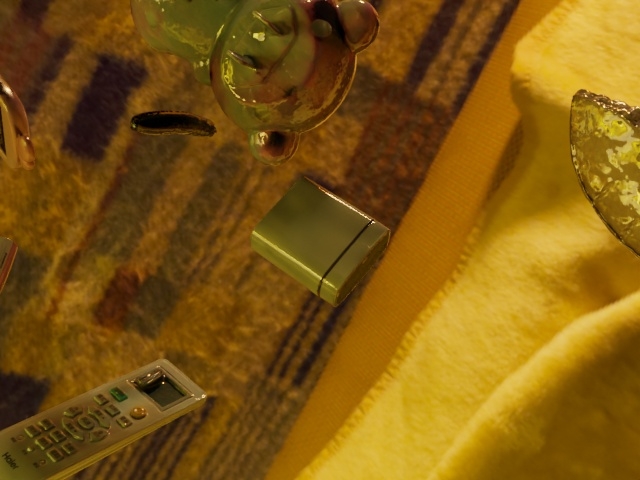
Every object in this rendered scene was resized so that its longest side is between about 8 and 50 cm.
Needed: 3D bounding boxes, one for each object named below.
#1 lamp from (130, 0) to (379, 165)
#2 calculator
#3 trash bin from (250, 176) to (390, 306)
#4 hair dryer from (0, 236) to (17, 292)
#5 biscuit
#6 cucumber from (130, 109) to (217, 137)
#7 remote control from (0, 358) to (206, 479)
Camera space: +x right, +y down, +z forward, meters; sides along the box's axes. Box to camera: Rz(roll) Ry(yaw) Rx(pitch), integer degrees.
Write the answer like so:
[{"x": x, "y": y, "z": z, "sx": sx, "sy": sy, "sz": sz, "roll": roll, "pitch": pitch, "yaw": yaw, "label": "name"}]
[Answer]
[{"x": -0.096, "y": -0.270, "z": 1.143, "sx": 0.247, "sy": 0.301, "sz": 0.247, "roll": -52, "pitch": 171, "yaw": 7, "label": "lamp"}, {"x": -0.347, "y": -0.136, "z": 0.962, "sx": 0.024, "sy": 0.166, "sz": 0.103, "roll": -26, "pitch": 149, "yaw": -32, "label": "calculator"}, {"x": 0.000, "y": 0.000, "z": 1.077, "sx": 0.116, "sy": 0.130, "sz": 0.059, "roll": -48, "pitch": 162, "yaw": -27, "label": "trash bin"}, {"x": -0.549, "y": 0.021, "z": 1.363, "sx": 0.154, "sy": 0.054, "sz": 0.106, "roll": 34, "pitch": 52, "yaw": -32, "label": "hair dryer"}, {"x": 0.347, "y": -0.034, "z": 0.850, "sx": 0.038, "sy": 0.289, "sz": 0.141, "roll": -12, "pitch": 125, "yaw": -48, "label": "biscuit"}, {"x": -0.198, "y": -0.159, "z": 1.214, "sx": 0.184, "sy": 0.033, "sz": 0.036, "roll": -6, "pitch": 100, "yaw": -58, "label": "cucumber"}, {"x": -0.290, "y": 0.243, "z": 1.151, "sx": 0.293, "sy": 0.103, "sz": 0.051, "roll": -24, "pitch": 135, "yaw": -40, "label": "remote control"}]
